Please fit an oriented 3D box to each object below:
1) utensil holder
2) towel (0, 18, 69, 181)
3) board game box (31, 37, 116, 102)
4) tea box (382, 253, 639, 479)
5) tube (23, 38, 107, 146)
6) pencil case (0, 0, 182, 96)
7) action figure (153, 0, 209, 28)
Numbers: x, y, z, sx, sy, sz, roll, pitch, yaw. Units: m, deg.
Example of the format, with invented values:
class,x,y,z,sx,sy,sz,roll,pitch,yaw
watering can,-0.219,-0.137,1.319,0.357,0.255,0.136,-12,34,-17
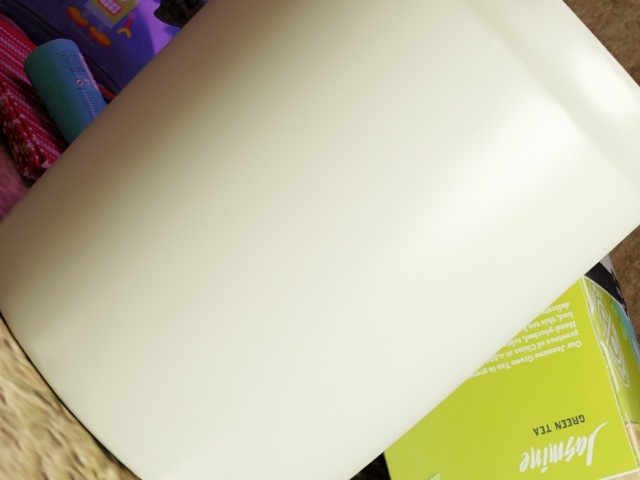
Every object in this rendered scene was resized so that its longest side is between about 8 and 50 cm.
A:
class,x,y,z,sx,sy,sz,roll,pitch,yaw
utensil holder,0.007,-0.033,0.948,0.327,0.385,0.327,46,9,-10
towel,-0.253,-0.115,1.246,0.275,0.031,0.199,55,10,33
board game box,-0.271,-0.228,1.592,0.160,0.047,0.210,52,12,32
tea box,0.188,0.128,1.306,0.329,0.220,0.324,22,51,-69
tube,-0.189,-0.080,1.167,0.207,0.052,0.080,59,15,22
pencil case,-0.254,-0.244,1.405,0.306,0.133,0.119,39,-33,-3
action figure,-0.232,-0.284,1.100,0.341,0.330,0.178,50,7,21
